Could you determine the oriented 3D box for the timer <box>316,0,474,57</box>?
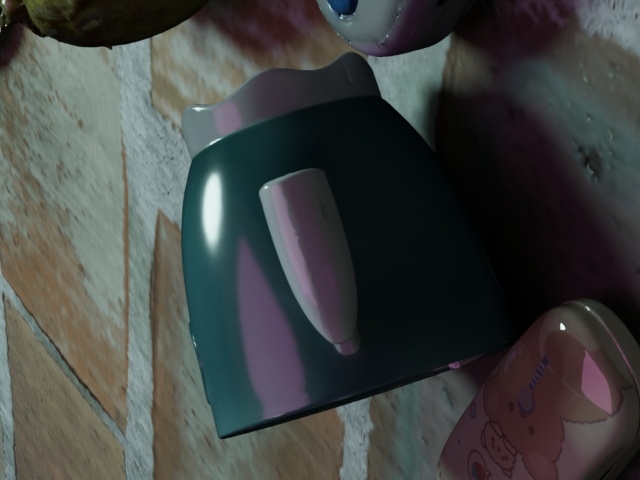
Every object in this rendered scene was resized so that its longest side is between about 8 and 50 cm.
[{"bbox_3d":[0.025,-0.208,0.857,0.208,0.069,0.191,62,152,26],"label":"timer"}]

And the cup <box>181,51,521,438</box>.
[{"bbox_3d":[0.000,0.000,0.904,0.300,0.167,0.173,55,-164,-84],"label":"cup"}]

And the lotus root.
[{"bbox_3d":[-0.139,-0.196,1.094,0.278,0.154,0.154,-27,79,63],"label":"lotus root"}]

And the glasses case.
[{"bbox_3d":[0.111,0.105,0.873,0.081,0.051,0.204,59,149,25],"label":"glasses case"}]
